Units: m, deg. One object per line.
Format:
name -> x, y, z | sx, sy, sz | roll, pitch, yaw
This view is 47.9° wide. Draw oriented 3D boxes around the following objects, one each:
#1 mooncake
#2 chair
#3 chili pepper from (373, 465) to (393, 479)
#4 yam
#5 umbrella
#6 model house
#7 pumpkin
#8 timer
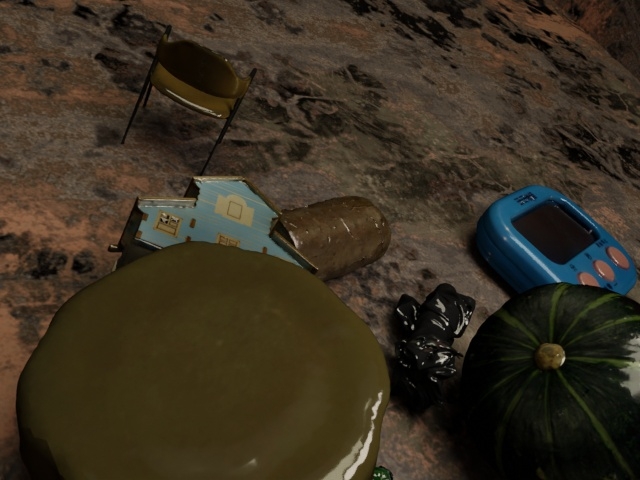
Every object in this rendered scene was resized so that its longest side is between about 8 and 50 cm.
mooncake -> -0.122, 0.191, 0.774 | 0.379, 0.200, 0.378 | 8, 44, -8
chair -> -0.211, -0.250, 1.204 | 0.159, 0.246, 0.172 | 25, 36, -11
chili pepper -> -0.018, 0.312, 0.870 | 0.227, 0.059, 0.088 | 10, 55, -22
yam -> 0.001, 0.001, 1.169 | 0.238, 0.129, 0.128 | -19, 61, -45
umbrella -> 0.176, 0.148, 1.152 | 0.110, 0.122, 0.272 | 60, 28, -18
model house -> -0.148, 0.021, 0.999 | 0.271, 0.178, 0.206 | 19, 40, -13
pumpkin -> 0.359, 0.215, 1.031 | 0.241, 0.323, 0.323 | 40, 28, -36
timer -> 0.489, 0.028, 1.502 | 0.309, 0.115, 0.340 | 47, 39, 17
